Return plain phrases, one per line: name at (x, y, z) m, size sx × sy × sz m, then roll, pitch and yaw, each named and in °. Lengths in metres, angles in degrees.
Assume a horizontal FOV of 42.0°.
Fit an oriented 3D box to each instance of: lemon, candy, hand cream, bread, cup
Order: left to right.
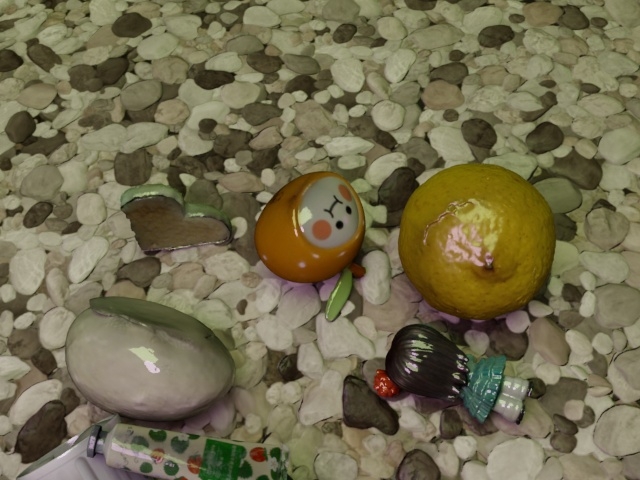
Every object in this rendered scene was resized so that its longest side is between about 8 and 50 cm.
cup at (-0.310, 0.375, 1.250) m, size 0.202 × 0.167 × 0.221 m, roll 59°, pitch 36°, yaw -2°
candy at (-0.279, 0.201, 1.351) m, size 0.296 × 0.295 × 0.185 m, roll 20°, pitch 92°, yaw 18°
bread at (-0.286, -0.036, 1.583) m, size 0.232 × 0.172 × 0.064 m, roll 21°, pitch 46°, yaw -35°
hand cream at (-0.181, 0.302, 1.153) m, size 0.276 × 0.059 × 0.095 m, roll 11°, pitch 50°, yaw -5°
lemon at (0.263, 0.000, 1.417) m, size 0.293 × 0.293 × 0.293 m, roll -2°, pitch 55°, yaw 4°

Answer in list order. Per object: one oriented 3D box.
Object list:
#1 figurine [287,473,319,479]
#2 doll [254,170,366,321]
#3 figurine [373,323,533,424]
figurine at (-0.127, 0.482, 1.160) m, size 0.261 × 0.186 × 0.382 m, roll 41°, pitch 59°, yaw -6°
doll at (0.000, 0.000, 1.512) m, size 0.236 × 0.213 × 0.213 m, roll 47°, pitch 63°, yaw -16°
figurine at (0.218, 0.229, 1.367) m, size 0.246 × 0.110 × 0.137 m, roll 21°, pitch 77°, yaw 11°
